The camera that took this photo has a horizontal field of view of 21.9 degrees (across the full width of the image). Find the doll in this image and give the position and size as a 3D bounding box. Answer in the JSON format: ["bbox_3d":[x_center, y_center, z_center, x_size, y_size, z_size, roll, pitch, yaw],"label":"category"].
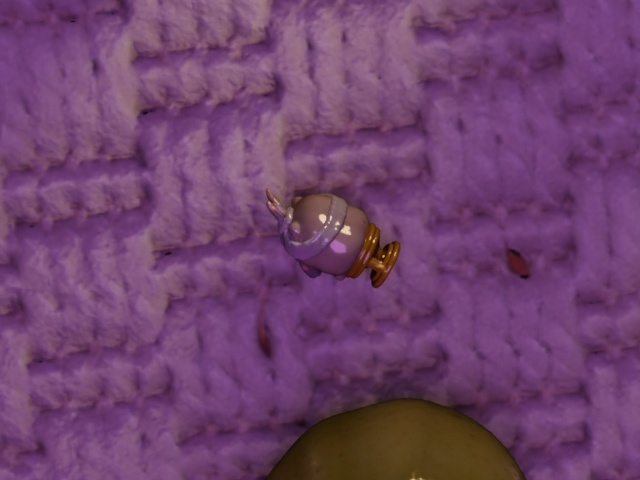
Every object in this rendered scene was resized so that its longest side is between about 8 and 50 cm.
[{"bbox_3d":[0.000,0.000,1.451,0.127,0.073,0.084,27,132,-9],"label":"doll"}]

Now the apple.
[{"bbox_3d":[0.063,0.266,1.422,0.279,0.279,0.279,0,102,-1],"label":"apple"}]
